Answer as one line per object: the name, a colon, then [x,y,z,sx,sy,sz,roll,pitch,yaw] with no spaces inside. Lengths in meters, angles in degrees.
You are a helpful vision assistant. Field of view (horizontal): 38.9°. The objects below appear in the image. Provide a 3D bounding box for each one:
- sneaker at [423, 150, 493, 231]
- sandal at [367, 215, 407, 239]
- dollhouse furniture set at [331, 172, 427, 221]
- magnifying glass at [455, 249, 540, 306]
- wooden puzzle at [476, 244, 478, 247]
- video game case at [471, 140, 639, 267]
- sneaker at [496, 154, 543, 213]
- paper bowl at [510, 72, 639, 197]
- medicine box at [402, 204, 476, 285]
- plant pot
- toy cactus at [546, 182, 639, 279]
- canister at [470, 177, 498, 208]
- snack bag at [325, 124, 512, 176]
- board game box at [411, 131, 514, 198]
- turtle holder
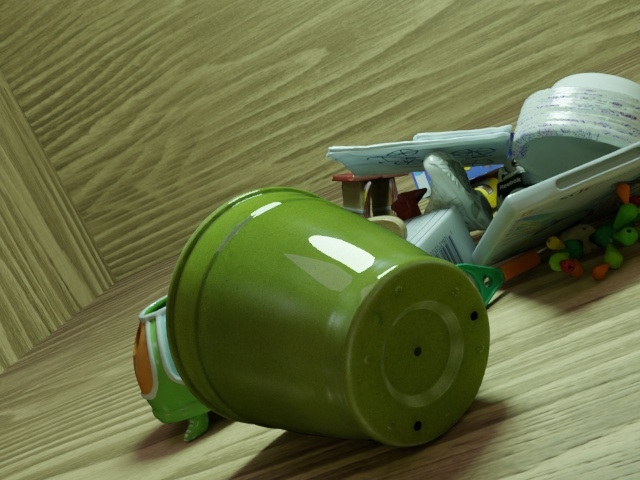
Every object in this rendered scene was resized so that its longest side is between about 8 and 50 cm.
sneaker: [0.238,-0.075,1.710,0.115,0.232,0.090,-22,45,23]
sandal: [0.027,0.013,1.540,0.240,0.088,0.079,-15,9,30]
dollhouse furniture set: [0.172,-0.044,1.950,0.152,0.201,0.374,-8,9,-24]
magnifying glass: [0.284,0.065,1.524,0.230,0.092,0.026,-21,2,-30]
wooden puzzle: [0.349,0.009,1.790,0.116,0.014,0.078,-22,12,-13]
video game case: [0.412,-0.060,1.487,0.299,0.036,0.329,-22,-15,-6]
sneaker: [0.394,-0.093,1.798,0.122,0.146,0.330,-15,14,18]
paper bowl: [0.497,-0.194,1.626,0.284,0.284,0.148,-8,60,61]
medicine box: [0.112,0.083,1.643,0.289,0.149,0.263,-20,12,35]
plant pot: [0.028,0.120,1.243,0.366,0.367,0.353,-32,23,-27]
toy cactus: [0.436,-0.010,1.453,0.219,0.112,0.180,-37,8,-14]
canister: [0.339,-0.078,2.095,0.126,0.073,0.170,-19,11,43]
snack bag: [0.202,-0.172,1.786,0.342,0.037,0.323,-5,-4,11]
board game box: [0.394,-0.187,2.232,0.233,0.078,0.347,-22,-4,27]
turtle holder: [-0.191,0.189,1.656,0.320,0.228,0.243,-25,10,10]
